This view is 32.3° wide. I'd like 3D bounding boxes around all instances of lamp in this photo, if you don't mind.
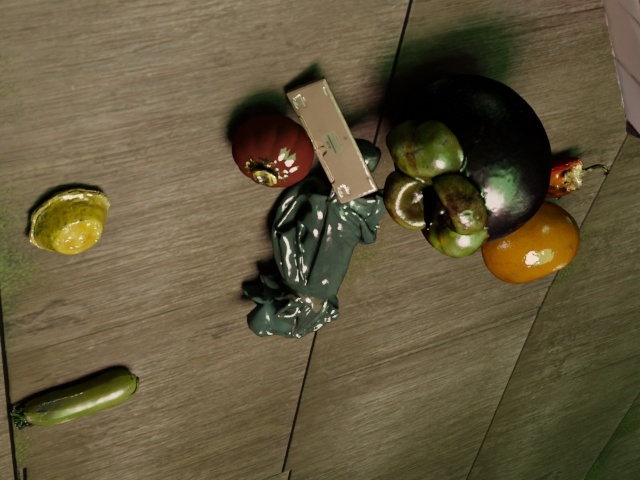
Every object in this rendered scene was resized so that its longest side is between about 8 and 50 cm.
[{"bbox_3d":[-0.057,-0.107,1.328,0.101,0.090,0.101,11,144,8],"label":"lamp"}]

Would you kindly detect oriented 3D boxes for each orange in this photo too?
[{"bbox_3d":[0.326,-0.001,1.730,0.156,0.124,0.156,-24,176,-2],"label":"orange"}]

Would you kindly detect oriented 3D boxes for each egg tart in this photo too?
[{"bbox_3d":[-0.290,-0.017,1.297,0.105,0.039,0.105,-23,147,-16],"label":"egg tart"}]

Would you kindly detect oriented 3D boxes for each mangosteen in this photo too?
[{"bbox_3d":[0.181,-0.096,1.410,0.243,0.243,0.243,-22,145,-16],"label":"mangosteen"}]

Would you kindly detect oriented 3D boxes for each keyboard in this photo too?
[{"bbox_3d":[0.014,-0.121,1.355,0.055,0.017,0.166,-21,119,13],"label":"keyboard"}]

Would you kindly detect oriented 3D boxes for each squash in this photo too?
[{"bbox_3d":[-0.342,0.224,1.553,0.183,0.052,0.052,-15,143,-19],"label":"squash"}]

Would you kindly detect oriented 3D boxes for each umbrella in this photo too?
[{"bbox_3d":[0.001,-0.002,1.504,0.143,0.094,0.348,-4,135,-27],"label":"umbrella"}]

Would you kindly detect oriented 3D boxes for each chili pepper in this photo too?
[{"bbox_3d":[0.336,-0.090,1.703,0.268,0.050,0.059,-15,122,-23],"label":"chili pepper"}]

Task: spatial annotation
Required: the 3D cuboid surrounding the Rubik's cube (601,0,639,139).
[{"bbox_3d":[0.526,-0.228,1.175,0.344,0.347,0.346,-27,134,1],"label":"Rubik's cube"}]
